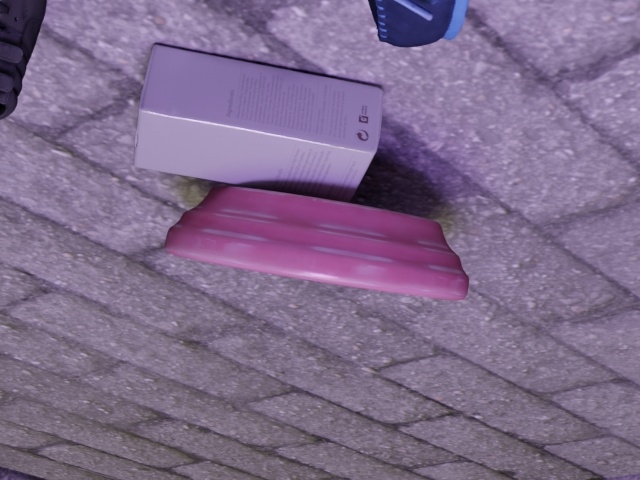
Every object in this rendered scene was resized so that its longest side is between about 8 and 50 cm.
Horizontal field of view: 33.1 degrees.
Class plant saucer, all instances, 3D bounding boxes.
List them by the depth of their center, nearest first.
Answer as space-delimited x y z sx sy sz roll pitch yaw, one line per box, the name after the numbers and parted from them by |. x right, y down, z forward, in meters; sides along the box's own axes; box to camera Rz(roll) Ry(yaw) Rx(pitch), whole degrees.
0.000 0.000 1.176 0.332 0.084 0.332 9 179 0 | plant saucer

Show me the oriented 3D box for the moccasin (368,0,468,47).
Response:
0.003 -0.226 0.500 0.117 0.137 0.342 -13 141 2 | moccasin

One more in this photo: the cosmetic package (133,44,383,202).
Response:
-0.065 -0.113 1.077 0.231 0.085 0.117 11 153 -9 | cosmetic package

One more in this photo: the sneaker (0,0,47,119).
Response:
-0.268 -0.201 0.867 0.105 0.146 0.295 12 151 -11 | sneaker
